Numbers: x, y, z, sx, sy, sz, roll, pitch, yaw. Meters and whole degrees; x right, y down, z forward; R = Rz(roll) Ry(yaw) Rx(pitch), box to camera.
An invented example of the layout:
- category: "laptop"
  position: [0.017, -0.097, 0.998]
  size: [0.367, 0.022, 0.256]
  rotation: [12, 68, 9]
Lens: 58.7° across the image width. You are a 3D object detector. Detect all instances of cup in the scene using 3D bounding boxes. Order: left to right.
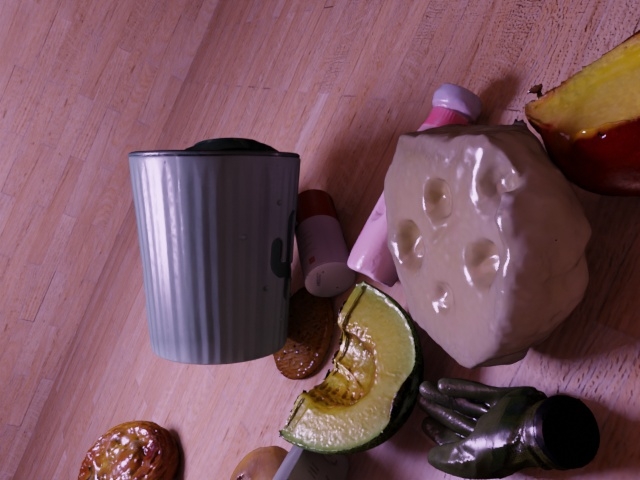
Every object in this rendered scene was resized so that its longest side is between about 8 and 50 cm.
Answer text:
- category: "cup"
  position: [-0.166, 0.003, 1.113]
  size: [0.310, 0.400, 0.393]
  rotation: [6, 99, 41]

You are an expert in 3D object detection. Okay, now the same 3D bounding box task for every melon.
- category: "melon"
  position: [0.082, 0.218, 0.848]
  size: [0.169, 0.129, 0.265]
  rotation: [17, 72, 45]

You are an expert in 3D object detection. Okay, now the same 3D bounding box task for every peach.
- category: "peach"
  position: [0.377, -0.142, 0.594]
  size: [0.267, 0.154, 0.159]
  rotation: [-35, 34, 28]

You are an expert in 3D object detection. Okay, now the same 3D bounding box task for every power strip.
- category: "power strip"
  position: [-0.026, 0.354, 0.769]
  size: [0.062, 0.091, 0.385]
  rotation: [-47, -6, 9]

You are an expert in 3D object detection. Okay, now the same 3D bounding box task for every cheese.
- category: "cheese"
  position: [0.187, -0.010, 0.714]
  size: [0.318, 0.115, 0.327]
  rotation: [115, 141, -61]

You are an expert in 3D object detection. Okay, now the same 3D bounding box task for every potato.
- category: "potato"
  position: [-0.090, 0.454, 0.938]
  size: [0.150, 0.146, 0.234]
  rotation: [-15, 30, 3]

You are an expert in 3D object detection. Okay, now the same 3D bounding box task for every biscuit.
- category: "biscuit"
  position: [-0.035, 0.181, 1.125]
  size: [0.187, 0.027, 0.188]
  rotation: [-33, 46, 44]

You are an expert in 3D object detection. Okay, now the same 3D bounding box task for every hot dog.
- category: "hot dog"
  position: [-0.501, 0.632, 1.402]
  size: [0.388, 0.174, 0.267]
  rotation: [-59, 35, 12]

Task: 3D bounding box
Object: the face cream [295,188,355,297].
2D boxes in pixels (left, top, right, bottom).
- category: "face cream"
  position: [0.000, 0.000, 1.120]
  size: [0.096, 0.095, 0.214]
  rotation: [-47, 37, 29]

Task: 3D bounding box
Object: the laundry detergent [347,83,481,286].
- category: "laundry detergent"
  position: [0.153, -0.090, 0.921]
  size: [0.335, 0.087, 0.159]
  rotation: [-63, -9, 1]

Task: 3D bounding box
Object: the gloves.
- category: "gloves"
  position: [0.203, 0.223, 0.669]
  size: [0.135, 0.107, 0.268]
  rotation: [-45, 11, -24]
